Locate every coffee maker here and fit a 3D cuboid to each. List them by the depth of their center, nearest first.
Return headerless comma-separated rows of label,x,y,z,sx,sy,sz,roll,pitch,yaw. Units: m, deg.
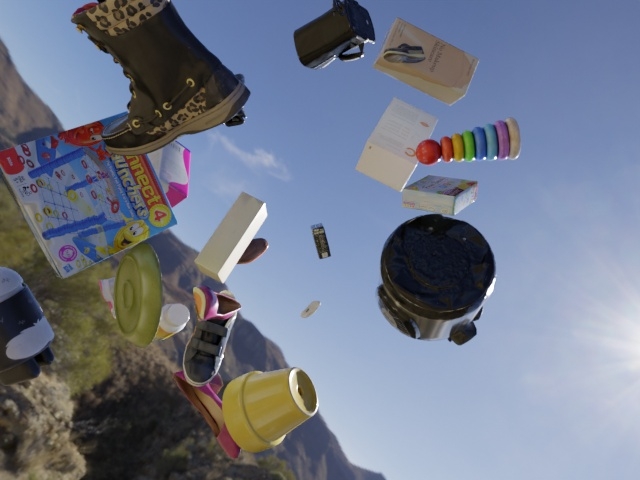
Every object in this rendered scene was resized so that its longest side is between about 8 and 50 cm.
coffee maker,0.020,-0.524,1.241,0.178,0.120,0.171,-16,-28,36

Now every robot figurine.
robot figurine,-0.742,0.197,1.145,0.209,0.174,0.278,7,-59,56

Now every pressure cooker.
pressure cooker,0.381,0.152,1.687,0.376,0.369,0.420,7,-24,8

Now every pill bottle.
pill bottle,-0.607,0.320,1.966,0.208,0.117,0.117,-31,-80,44

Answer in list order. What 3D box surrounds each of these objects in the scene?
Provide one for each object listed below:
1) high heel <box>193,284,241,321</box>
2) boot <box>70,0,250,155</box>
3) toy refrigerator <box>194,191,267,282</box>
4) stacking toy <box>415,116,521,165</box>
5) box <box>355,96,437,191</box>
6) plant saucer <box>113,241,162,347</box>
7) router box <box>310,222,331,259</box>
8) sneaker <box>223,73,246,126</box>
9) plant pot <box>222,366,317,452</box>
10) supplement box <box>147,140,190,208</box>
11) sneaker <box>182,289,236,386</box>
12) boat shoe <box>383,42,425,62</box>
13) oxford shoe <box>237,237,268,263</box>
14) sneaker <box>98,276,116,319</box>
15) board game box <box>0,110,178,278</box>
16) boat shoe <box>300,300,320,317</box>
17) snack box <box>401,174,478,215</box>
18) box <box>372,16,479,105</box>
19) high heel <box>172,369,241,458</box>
high heel,-0.238,0.148,1.180,0.244,0.117,0.082,117,-44,-63
boot,-0.358,-0.325,0.961,0.378,0.138,0.284,-7,-43,31
toy refrigerator,-0.278,-0.012,1.540,0.094,0.269,0.102,27,-19,9
stacking toy,0.488,-0.322,1.660,0.141,0.331,0.141,-6,90,-81
box,0.319,-0.403,2.050,0.215,0.345,0.168,28,-38,4
plant saucer,-0.421,0.123,1.114,0.241,0.037,0.240,-5,-97,49
router box,0.000,0.000,1.465,0.122,0.038,0.092,-114,-172,-82
sneaker,-0.266,-0.413,1.453,0.227,0.087,0.130,-77,149,-57
plant pot,-0.151,0.532,1.617,0.254,0.239,0.254,47,24,-30
supplement box,-0.490,-0.213,1.550,0.111,0.114,0.220,37,31,-40
sneaker,-0.358,0.304,1.602,0.126,0.321,0.127,17,-36,-6
boat shoe,0.249,-0.565,1.482,0.056,0.152,0.049,-13,-95,56
oxford shoe,-0.349,0.046,2.090,0.096,0.272,0.098,58,-19,27
sneaker,-0.844,0.245,2.085,0.103,0.111,0.252,57,-22,34
board game box,-0.547,-0.114,1.178,0.086,0.302,0.308,4,-60,51
boat shoe,-0.034,0.278,1.980,0.035,0.100,0.035,29,21,-55
snack box,0.383,-0.148,1.578,0.175,0.207,0.070,14,-65,34
box,0.350,-0.594,1.651,0.311,0.147,0.121,22,-4,-8
high heel,-0.407,0.614,1.749,0.181,0.127,0.377,15,21,-38
